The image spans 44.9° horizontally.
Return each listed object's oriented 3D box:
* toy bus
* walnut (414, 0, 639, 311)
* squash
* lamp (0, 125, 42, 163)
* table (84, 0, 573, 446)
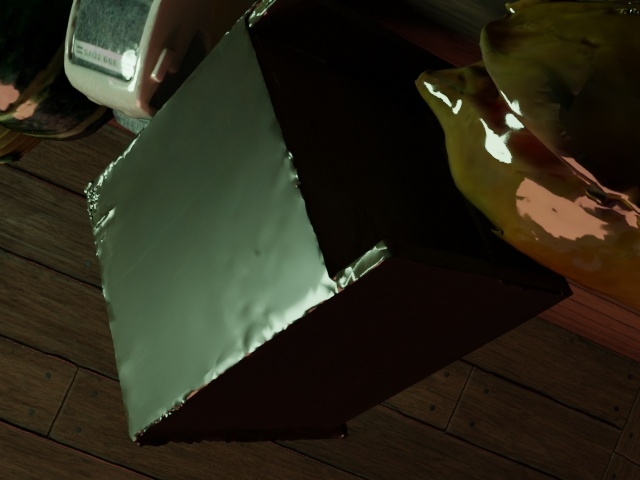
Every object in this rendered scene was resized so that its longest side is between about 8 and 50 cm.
[{"bbox_3d":[-0.028,-0.102,0.574,0.097,0.138,0.342,25,180,36],"label":"toy bus"},{"bbox_3d":[0.159,-0.031,0.351,0.245,0.137,0.137,15,179,-7],"label":"walnut"},{"bbox_3d":[-0.298,-0.200,0.743,0.252,0.165,0.252,27,179,1],"label":"squash"},{"bbox_3d":[-0.520,-0.244,1.195,0.250,0.250,0.284,24,-168,-12],"label":"lamp"},{"bbox_3d":[0.000,0.000,0.444,0.172,0.193,0.169,12,-131,-44],"label":"table"}]
